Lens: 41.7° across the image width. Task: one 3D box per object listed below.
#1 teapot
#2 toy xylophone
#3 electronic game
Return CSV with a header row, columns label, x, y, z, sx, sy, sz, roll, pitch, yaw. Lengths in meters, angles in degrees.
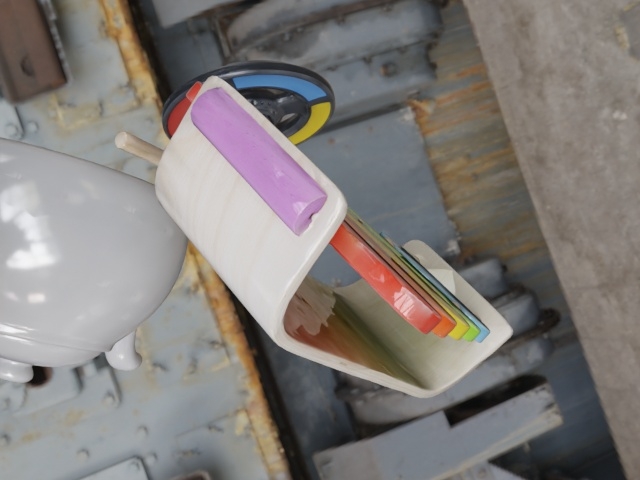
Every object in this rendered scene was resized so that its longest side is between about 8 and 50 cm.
label,x,y,z,sx,sy,sz,roll,pitch,yaw
teapot,-0.244,0.027,0.715,0.252,0.256,0.187,173,113,-70
toy xylophone,0.000,0.000,0.540,0.236,0.081,0.323,45,-173,23
electronic game,-0.093,-0.166,1.106,0.229,0.229,0.048,114,148,-67
